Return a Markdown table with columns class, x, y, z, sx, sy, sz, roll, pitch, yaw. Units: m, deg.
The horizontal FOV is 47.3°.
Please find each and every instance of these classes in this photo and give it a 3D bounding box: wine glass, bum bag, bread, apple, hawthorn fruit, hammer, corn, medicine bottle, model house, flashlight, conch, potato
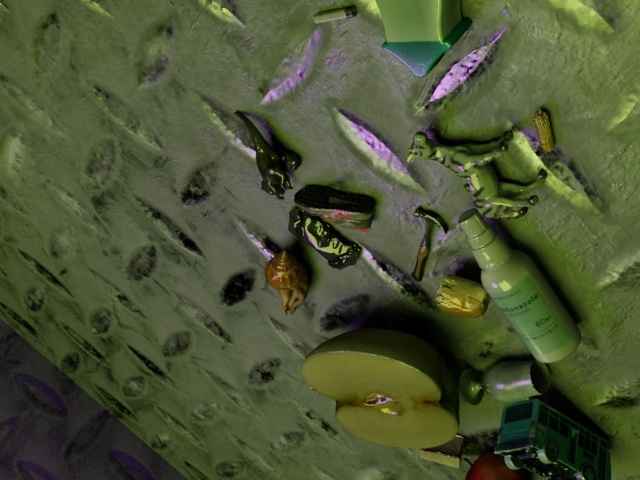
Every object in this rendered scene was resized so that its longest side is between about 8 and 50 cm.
| class | x | y | z | sx | sy | sz | roll | pitch | yaw |
| --- | --- | --- | --- | --- | --- | --- | --- | --- | --- |
| wine glass | 0.421 | 0.323 | 1.667 | 0.093 | 0.093 | 0.202 | 50 | 140 | -13 |
| bum bag | 0.000 | 0.000 | 1.711 | 0.198 | 0.049 | 0.087 | 37 | 135 | 2 |
| bread | 0.301 | 0.120 | 1.539 | 0.106 | 0.082 | 0.125 | 25 | 180 | 20 |
| apple | 0.161 | 0.364 | 1.759 | 0.360 | 0.320 | 0.311 | -10 | 82 | 35 |
| hawthorn fruit | 0.447 | 0.626 | 1.901 | 0.194 | 0.157 | 0.157 | 29 | 143 | 39 |
| hammer | 0.228 | 0.018 | 1.578 | 0.078 | 0.021 | 0.201 | 23 | 138 | 18 |
| corn | 0.385 | -0.191 | 1.261 | 0.028 | 0.027 | 0.083 | 10 | 135 | 41 |
| medicine bottle | 0.385 | 0.085 | 1.454 | 0.110 | 0.110 | 0.351 | -22 | 113 | 46 |
| model house | 0.172 | -0.356 | 1.207 | 0.127 | 0.100 | 0.148 | 8 | 129 | 32 |
| flashlight | 0.027 | -0.410 | 1.327 | 0.083 | 0.018 | 0.018 | 1 | 126 | 35 |
| conch | -0.079 | 0.103 | 1.850 | 0.109 | 0.093 | 0.330 | 9 | 155 | 7 |
| potato | 0.326 | 0.557 | 1.967 | 0.122 | 0.086 | 0.061 | 6 | 128 | 25 |

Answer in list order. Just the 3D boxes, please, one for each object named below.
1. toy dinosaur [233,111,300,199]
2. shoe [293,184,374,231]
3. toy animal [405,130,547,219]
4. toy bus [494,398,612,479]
| class | x | y | z | sx | sy | sz | roll | pitch | yaw |
| --- | --- | --- | --- | --- | --- | --- | --- | --- | --- |
| toy dinosaur | -0.140 | -0.170 | 1.626 | 0.179 | 0.087 | 0.187 | 26 | 137 | 13 |
| shoe | 0.029 | -0.064 | 1.615 | 0.195 | 0.074 | 0.077 | 12 | 139 | 25 |
| toy animal | 0.294 | -0.140 | 1.338 | 0.255 | 0.090 | 0.170 | 41 | 145 | 0 |
| toy bus | 0.531 | 0.468 | 1.645 | 0.256 | 0.147 | 0.128 | 31 | 145 | -19 |
